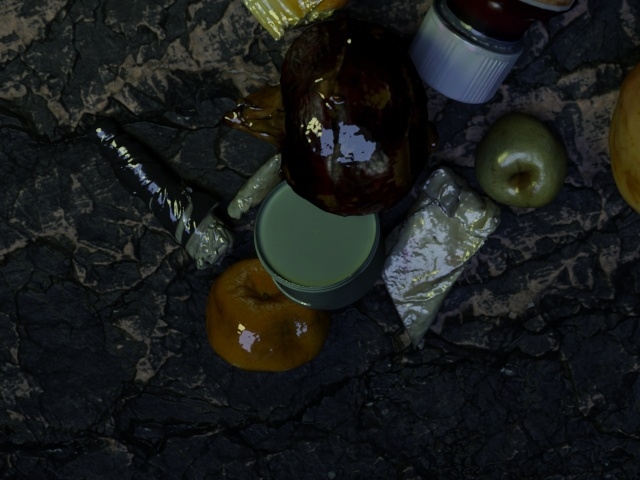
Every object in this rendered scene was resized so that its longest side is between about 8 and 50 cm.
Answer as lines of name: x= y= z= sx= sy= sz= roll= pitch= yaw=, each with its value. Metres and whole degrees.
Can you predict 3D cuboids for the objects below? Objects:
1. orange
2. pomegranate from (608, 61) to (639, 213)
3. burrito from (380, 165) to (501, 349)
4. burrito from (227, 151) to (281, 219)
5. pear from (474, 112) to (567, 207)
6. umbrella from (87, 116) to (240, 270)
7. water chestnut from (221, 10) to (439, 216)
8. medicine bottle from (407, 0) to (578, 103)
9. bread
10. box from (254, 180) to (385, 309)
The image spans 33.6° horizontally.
orange: x=-0.105 y=0.161 z=2.051 sx=0.249 sy=0.249 sz=0.183 roll=11 pitch=136 yaw=4
pomegranate: x=0.661 y=-0.143 z=1.667 sx=0.410 sy=0.410 sz=0.410 roll=4 pitch=116 yaw=8
burrito: x=0.199 y=0.026 z=1.997 sx=0.175 sy=0.107 sz=0.348 roll=33 pitch=116 yaw=10
burrito: x=-0.107 y=-0.110 z=2.009 sx=0.045 sy=0.058 sz=0.188 roll=49 pitch=117 yaw=13
pear: x=0.354 y=-0.137 z=1.870 sx=0.167 sy=0.136 sz=0.167 roll=5 pitch=120 yaw=8
umbrella: x=-0.298 y=-0.098 z=2.026 sx=0.358 sy=0.106 sz=0.113 roll=46 pitch=124 yaw=-2
water chestnut: x=0.014 y=-0.199 z=1.743 sx=0.346 sy=0.335 sz=0.335 roll=-9 pitch=114 yaw=4
medicine bottle: x=0.297 y=-0.409 z=1.689 sx=0.242 sy=0.242 sz=0.395 roll=23 pitch=123 yaw=-2
bread: x=-0.008 y=-0.442 z=1.759 sx=0.250 sy=0.179 sz=0.133 roll=-37 pitch=108 yaw=24
box: x=0.000 y=0.000 z=1.927 sx=0.226 sy=0.149 sz=0.226 roll=-2 pitch=72 yaw=7
